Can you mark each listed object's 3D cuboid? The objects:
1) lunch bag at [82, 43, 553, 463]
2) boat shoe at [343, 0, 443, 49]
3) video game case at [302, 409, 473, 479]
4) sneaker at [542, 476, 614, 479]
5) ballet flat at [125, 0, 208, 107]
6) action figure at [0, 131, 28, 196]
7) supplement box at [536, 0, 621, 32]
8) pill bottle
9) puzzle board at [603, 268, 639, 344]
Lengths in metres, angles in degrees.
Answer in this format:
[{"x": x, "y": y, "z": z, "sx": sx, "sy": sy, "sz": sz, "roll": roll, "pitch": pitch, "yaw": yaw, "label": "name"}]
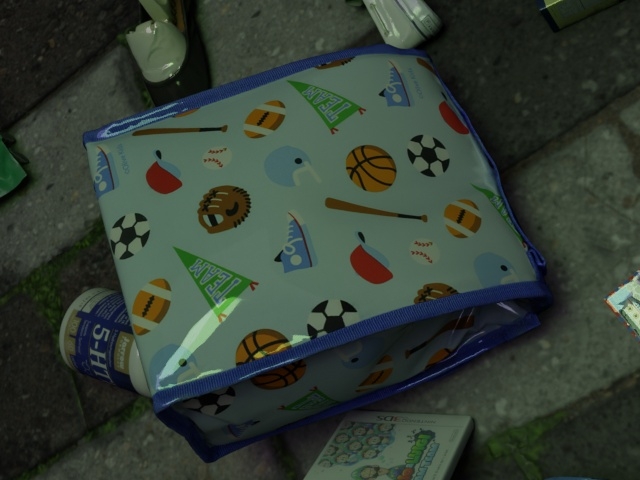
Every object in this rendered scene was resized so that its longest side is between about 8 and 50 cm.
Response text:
[{"x": 0.000, "y": 0.000, "z": 0.944, "sx": 0.385, "sy": 0.239, "sz": 0.328, "roll": -22, "pitch": 64, "yaw": -2, "label": "lunch bag"}, {"x": 0.053, "y": -0.311, "z": 1.088, "sx": 0.075, "sy": 0.083, "sz": 0.226, "roll": -39, "pitch": 62, "yaw": 14, "label": "boat shoe"}, {"x": 0.062, "y": 0.223, "z": 0.916, "sx": 0.143, "sy": 0.157, "sz": 0.019, "roll": -3, "pitch": 116, "yaw": 29, "label": "video game case"}, {"x": 0.302, "y": 0.265, "z": 0.798, "sx": 0.232, "sy": 0.081, "sz": 0.091, "roll": 5, "pitch": 72, "yaw": 29, "label": "sneaker"}, {"x": -0.215, "y": -0.286, "z": 1.226, "sx": 0.095, "sy": 0.096, "sz": 0.281, "roll": -19, "pitch": 69, "yaw": 24, "label": "ballet flat"}, {"x": -0.536, "y": -0.063, "z": 1.367, "sx": 0.232, "sy": 0.063, "sz": 0.137, "roll": -42, "pitch": 63, "yaw": 9, "label": "action figure"}, {"x": 0.267, "y": -0.283, "z": 0.976, "sx": 0.083, "sy": 0.056, "sz": 0.083, "roll": -22, "pitch": 67, "yaw": 23, "label": "supplement box"}, {"x": -0.210, "y": 0.127, "z": 1.105, "sx": 0.186, "sy": 0.112, "sz": 0.112, "roll": 11, "pitch": 83, "yaw": 31, "label": "pill bottle"}, {"x": 0.343, "y": 0.073, "z": 0.867, "sx": 0.096, "sy": 0.011, "sz": 0.128, "roll": -42, "pitch": 61, "yaw": 14, "label": "puzzle board"}]
